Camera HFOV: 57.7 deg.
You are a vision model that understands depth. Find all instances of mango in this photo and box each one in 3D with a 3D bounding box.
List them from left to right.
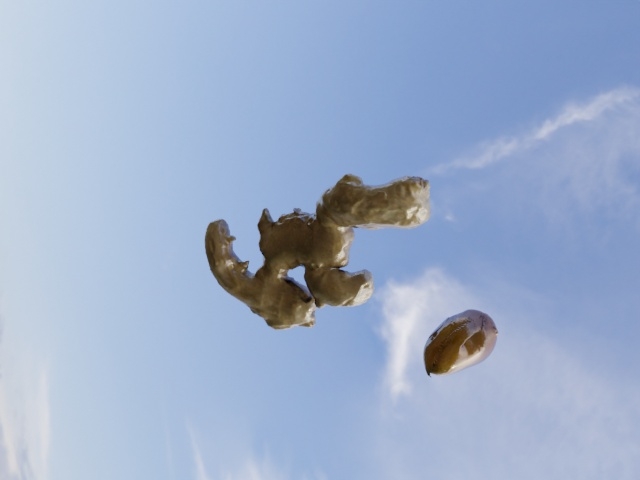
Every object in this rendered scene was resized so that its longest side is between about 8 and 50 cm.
[{"bbox_3d":[0.191,0.140,0.788,0.063,0.127,0.077,-5,-73,64],"label":"mango"}]

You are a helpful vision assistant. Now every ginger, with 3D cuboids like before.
[{"bbox_3d":[0.005,0.014,0.595,0.259,0.065,0.149,-19,-70,27],"label":"ginger"}]
